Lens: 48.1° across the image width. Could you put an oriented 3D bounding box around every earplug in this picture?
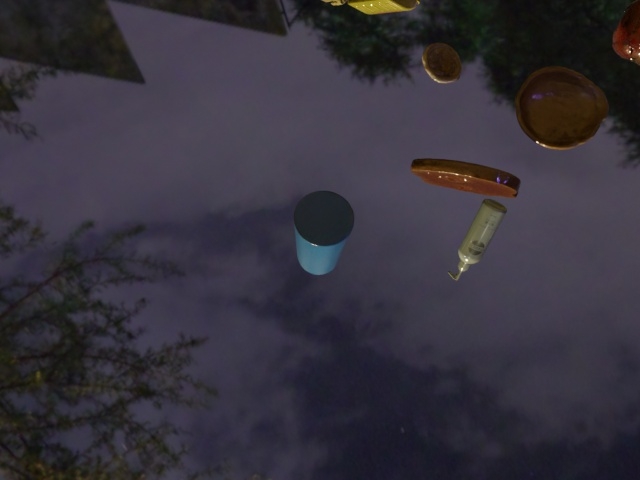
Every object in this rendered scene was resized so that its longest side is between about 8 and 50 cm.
[{"bbox_3d":[0.000,0.000,1.674,0.132,0.273,0.132,1,-111,-3],"label":"earplug"}]

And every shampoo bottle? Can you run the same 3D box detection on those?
[{"bbox_3d":[0.335,0.006,1.546,0.056,0.195,0.056,17,-155,-9],"label":"shampoo bottle"}]

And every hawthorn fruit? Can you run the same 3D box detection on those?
[{"bbox_3d":[0.931,-0.601,1.993,0.235,0.181,0.181,-55,-148,20],"label":"hawthorn fruit"}]

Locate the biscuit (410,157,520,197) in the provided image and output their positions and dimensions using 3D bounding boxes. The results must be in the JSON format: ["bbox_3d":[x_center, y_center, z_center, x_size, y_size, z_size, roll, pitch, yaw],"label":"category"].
[{"bbox_3d":[0.369,-0.161,1.806,0.273,0.257,0.049,14,-92,23],"label":"biscuit"}]

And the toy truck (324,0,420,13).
[{"bbox_3d":[0.074,-0.644,1.611,0.405,0.254,0.180,9,-175,-46],"label":"toy truck"}]

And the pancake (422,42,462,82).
[{"bbox_3d":[0.373,-0.546,2.203,0.139,0.139,0.022,-41,-178,-26],"label":"pancake"}]

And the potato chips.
[{"bbox_3d":[0.559,-0.310,1.678,0.208,0.195,0.062,-13,-176,3],"label":"potato chips"}]
